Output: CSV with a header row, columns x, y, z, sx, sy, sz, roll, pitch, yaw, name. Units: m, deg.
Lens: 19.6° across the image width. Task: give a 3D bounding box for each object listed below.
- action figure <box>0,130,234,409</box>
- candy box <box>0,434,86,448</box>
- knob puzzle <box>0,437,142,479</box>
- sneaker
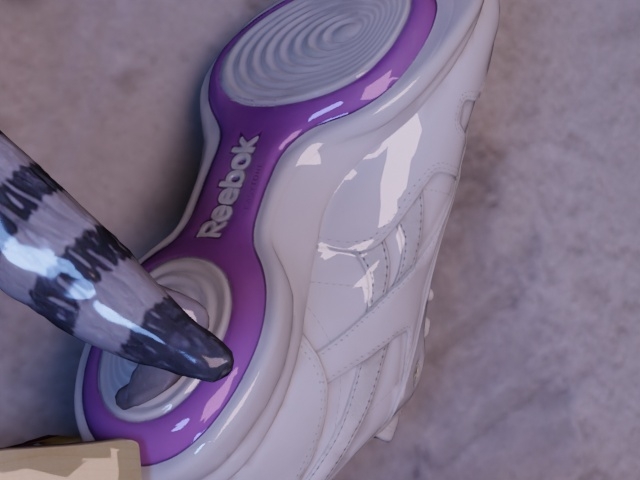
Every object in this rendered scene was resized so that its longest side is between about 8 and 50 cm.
x,y,z,sx,sy,sz,roll,pitch,yaw,name
-0.147,-0.081,0.645,0.341,0.178,0.330,-34,93,-45,action figure
-0.135,0.181,0.751,0.109,0.053,0.186,-10,91,-29,candy box
-0.159,0.169,0.691,0.213,0.030,0.213,0,90,-17,knob puzzle
0.000,0.000,0.831,0.305,0.114,0.152,-61,141,-24,sneaker
